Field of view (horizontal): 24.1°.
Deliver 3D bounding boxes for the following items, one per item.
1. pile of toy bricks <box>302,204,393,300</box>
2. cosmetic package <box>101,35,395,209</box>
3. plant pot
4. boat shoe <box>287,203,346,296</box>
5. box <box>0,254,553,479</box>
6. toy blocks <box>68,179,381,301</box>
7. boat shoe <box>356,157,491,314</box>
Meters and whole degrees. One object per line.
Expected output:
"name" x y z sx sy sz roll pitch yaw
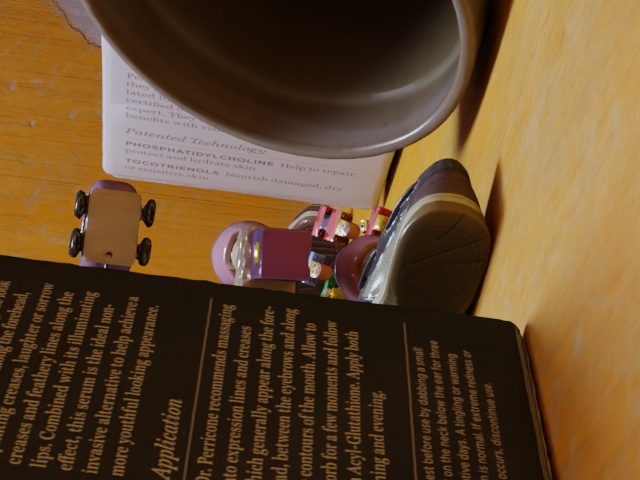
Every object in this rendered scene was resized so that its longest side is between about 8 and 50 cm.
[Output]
"pile of toy bricks" 0.037 0.071 1.442 0.105 0.118 0.212 18 91 48
"cosmetic package" -0.054 -0.276 1.624 0.394 0.327 0.329 106 172 -64
"plant pot" 0.005 -0.273 1.159 0.323 0.323 0.280 102 -170 -57
"boat shoe" -0.008 -0.002 2.308 0.257 0.095 0.095 102 180 -62
"box" -0.102 0.191 0.794 0.212 0.395 0.294 -88 6 -62
"toy blocks" -0.087 0.113 1.305 0.260 0.309 0.289 173 104 -76
"boat shoe" 0.067 0.036 1.045 0.223 0.080 0.073 108 175 -46
